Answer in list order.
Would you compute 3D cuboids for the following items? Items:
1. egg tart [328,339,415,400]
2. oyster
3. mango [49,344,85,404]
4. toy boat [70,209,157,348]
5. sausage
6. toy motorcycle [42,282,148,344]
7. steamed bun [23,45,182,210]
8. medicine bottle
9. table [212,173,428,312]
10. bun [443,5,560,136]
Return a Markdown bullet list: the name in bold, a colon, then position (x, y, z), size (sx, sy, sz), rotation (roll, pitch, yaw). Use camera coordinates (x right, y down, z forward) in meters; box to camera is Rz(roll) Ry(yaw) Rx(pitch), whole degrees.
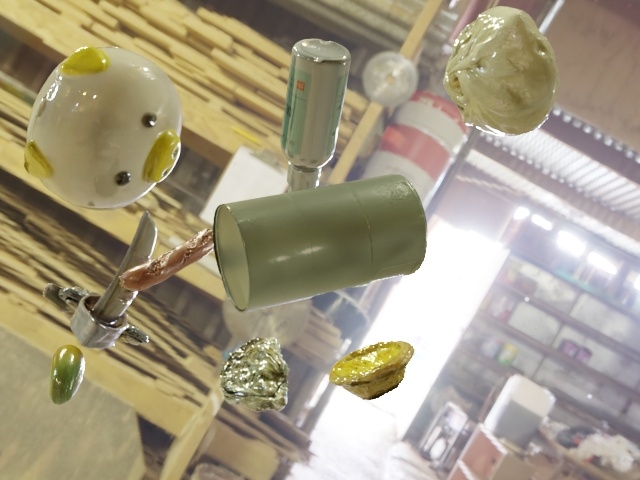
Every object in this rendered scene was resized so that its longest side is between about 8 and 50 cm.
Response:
- **egg tart**: position (0.108, 0.263, 1.546), size (0.191, 0.191, 0.074), rotation (-148, -145, -78)
- **oyster**: position (-0.166, 0.354, 1.968), size (0.112, 0.198, 0.267), rotation (55, 17, -27)
- **mango**: position (-0.695, 0.366, 2.089), size (0.092, 0.130, 0.194), rotation (10, 38, -12)
- **toy boat**: position (-0.429, 0.100, 1.642), size (0.111, 0.293, 0.276), rotation (32, -17, -10)
- **sausage**: position (-0.203, 0.028, 1.047), size (0.042, 0.158, 0.036), rotation (-14, -76, 52)
- **toy motorcycle**: position (-0.690, 0.228, 2.325), size (0.223, 0.108, 0.340), rotation (2, -31, 37)
- **steamed bun**: position (-0.487, -0.251, 1.743), size (0.334, 0.374, 0.334), rotation (24, 8, -3)
- **medicine bottle**: position (-0.022, -0.208, 1.494), size (0.110, 0.351, 0.110), rotation (7, 36, -5)
- **table**: position (0.000, 0.000, 0.886), size (0.220, 0.126, 0.126), rotation (-11, 19, -23)
- **bun**: position (0.283, -0.271, 1.267), size (0.231, 0.133, 0.231), rotation (162, -90, -76)
